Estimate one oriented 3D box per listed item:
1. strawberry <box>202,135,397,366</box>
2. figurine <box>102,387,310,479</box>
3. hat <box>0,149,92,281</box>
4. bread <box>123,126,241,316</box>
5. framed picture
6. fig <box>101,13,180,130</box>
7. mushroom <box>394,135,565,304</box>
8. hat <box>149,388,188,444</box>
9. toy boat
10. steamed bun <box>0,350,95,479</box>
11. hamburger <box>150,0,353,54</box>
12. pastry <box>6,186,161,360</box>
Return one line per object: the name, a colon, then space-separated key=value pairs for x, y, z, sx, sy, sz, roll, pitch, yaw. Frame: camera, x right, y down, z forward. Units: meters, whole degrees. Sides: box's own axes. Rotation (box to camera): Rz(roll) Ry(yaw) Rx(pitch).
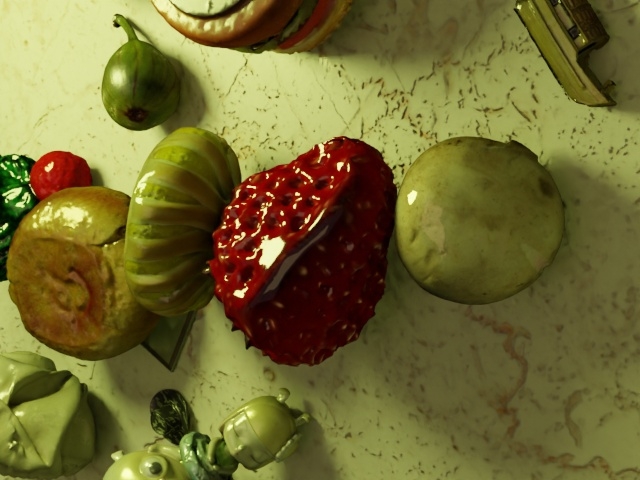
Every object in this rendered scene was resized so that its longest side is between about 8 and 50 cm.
strawberry: x=0.000 y=0.000 z=1.444 sx=0.295 sy=0.317 sz=0.345 roll=39 pitch=118 yaw=-14
figurine: x=-0.198 y=0.396 z=1.679 sx=0.394 sy=0.274 sz=0.226 roll=-36 pitch=90 yaw=4
hat: x=-0.620 y=-0.088 z=1.957 sx=0.332 sy=0.242 sz=0.274 roll=-28 pitch=94 yaw=11
bread: x=-0.224 y=-0.020 z=1.604 sx=0.160 sy=0.333 sz=0.333 roll=13 pitch=104 yaw=9
framed picture: x=-0.312 y=0.123 z=1.852 sx=0.173 sy=0.010 sz=0.231 roll=37 pitch=116 yaw=28
fig: x=-0.339 y=-0.335 z=1.776 sx=0.151 sy=0.151 sz=0.259 roll=-30 pitch=50 yaw=35
mushroom: x=0.226 y=-0.032 z=1.329 sx=0.255 sy=0.184 sz=0.254 roll=-1 pitch=74 yaw=5
hat: x=-0.307 y=0.354 z=1.850 sx=0.121 sy=0.050 sz=0.121 roll=5 pitch=98 yaw=39
toy boat: x=0.343 y=-0.280 z=1.284 sx=0.088 sy=0.068 sz=0.226 roll=-35 pitch=74 yaw=28
steamed bun: x=-0.639 y=0.355 z=1.943 sx=0.342 sy=0.368 sz=0.255 roll=154 pitch=130 yaw=-73
hamburger: x=-0.096 y=-0.452 z=1.477 sx=0.330 sy=0.250 sz=0.329 roll=5 pitch=98 yaw=32
pastry: x=-0.449 y=0.065 z=1.815 sx=0.356 sy=0.164 sz=0.355 roll=5 pitch=105 yaw=18
